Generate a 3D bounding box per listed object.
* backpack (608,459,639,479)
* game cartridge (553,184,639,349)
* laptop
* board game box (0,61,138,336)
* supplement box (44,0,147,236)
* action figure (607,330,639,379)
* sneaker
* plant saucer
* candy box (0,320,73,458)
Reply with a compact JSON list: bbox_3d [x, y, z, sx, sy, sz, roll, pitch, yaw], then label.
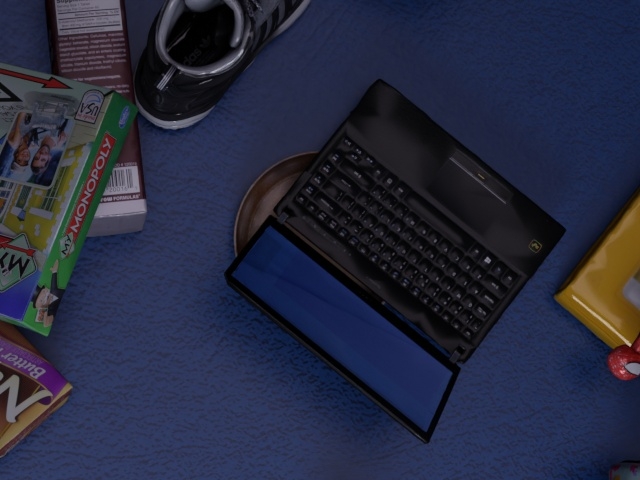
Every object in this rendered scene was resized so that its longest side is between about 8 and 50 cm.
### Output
[{"bbox_3d":[0.365,0.296,1.751,0.253,0.225,0.191,27,78,-11],"label":"backpack"},{"bbox_3d":[0.435,0.048,1.880,0.323,0.053,0.285,39,80,-1],"label":"game cartridge"},{"bbox_3d":[0.074,0.011,1.762,0.234,0.136,0.264,39,80,-3],"label":"laptop"},{"bbox_3d":[-0.331,-0.059,1.703,0.317,0.046,0.214,15,78,30],"label":"board game box"},{"bbox_3d":[-0.207,-0.131,1.773,0.073,0.130,0.239,-5,83,-8],"label":"supplement box"},{"bbox_3d":[0.407,0.107,1.800,0.280,0.091,0.139,-15,77,-10],"label":"action figure"},{"bbox_3d":[-0.073,-0.224,1.791,0.101,0.153,0.269,37,80,-2],"label":"sneaker"},{"bbox_3d":[0.000,0.000,1.837,0.168,0.029,0.168,1,84,-9],"label":"plant saucer"},{"bbox_3d":[-0.327,0.107,1.742,0.187,0.053,0.109,45,57,6],"label":"candy box"}]
